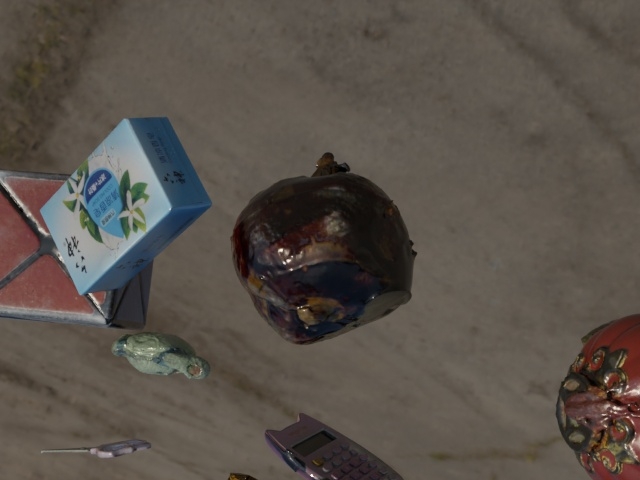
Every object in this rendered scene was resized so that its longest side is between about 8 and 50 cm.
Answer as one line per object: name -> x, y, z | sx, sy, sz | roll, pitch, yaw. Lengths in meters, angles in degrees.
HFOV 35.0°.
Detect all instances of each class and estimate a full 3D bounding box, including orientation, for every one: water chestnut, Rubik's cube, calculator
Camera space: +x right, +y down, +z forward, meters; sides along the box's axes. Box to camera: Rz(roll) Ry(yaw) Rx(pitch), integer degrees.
water chestnut -> 0.000, 0.000, 1.741 | 0.335, 0.346, 0.335 | -6, 151, -4
Rubik's cube -> -0.447, 0.027, 1.810 | 0.255, 0.259, 0.260 | 6, 170, 5
calculator -> 0.035, 0.453, 2.045 | 0.294, 0.043, 0.194 | 29, -161, 24

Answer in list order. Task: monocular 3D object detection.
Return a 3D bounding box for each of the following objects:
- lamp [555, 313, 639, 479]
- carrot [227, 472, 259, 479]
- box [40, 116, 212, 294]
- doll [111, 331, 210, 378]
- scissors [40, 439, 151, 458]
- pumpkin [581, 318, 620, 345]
lamp -> 0.375, 0.196, 1.177 | 0.227, 0.226, 0.227 | 15, 152, 8
carrot -> -0.046, 0.431, 1.611 | 0.229, 0.069, 0.069 | 23, 152, -4
box -> -0.266, -0.045, 1.369 | 0.232, 0.142, 0.083 | -38, 164, 33
doll -> -0.278, 0.192, 1.736 | 0.214, 0.071, 0.103 | 12, 178, 37
scissors -> -0.359, 0.327, 1.585 | 0.189, 0.015, 0.100 | -8, 177, 22
pumpkin -> 0.513, 0.183, 1.645 | 0.107, 0.119, 0.183 | -45, 139, 12
